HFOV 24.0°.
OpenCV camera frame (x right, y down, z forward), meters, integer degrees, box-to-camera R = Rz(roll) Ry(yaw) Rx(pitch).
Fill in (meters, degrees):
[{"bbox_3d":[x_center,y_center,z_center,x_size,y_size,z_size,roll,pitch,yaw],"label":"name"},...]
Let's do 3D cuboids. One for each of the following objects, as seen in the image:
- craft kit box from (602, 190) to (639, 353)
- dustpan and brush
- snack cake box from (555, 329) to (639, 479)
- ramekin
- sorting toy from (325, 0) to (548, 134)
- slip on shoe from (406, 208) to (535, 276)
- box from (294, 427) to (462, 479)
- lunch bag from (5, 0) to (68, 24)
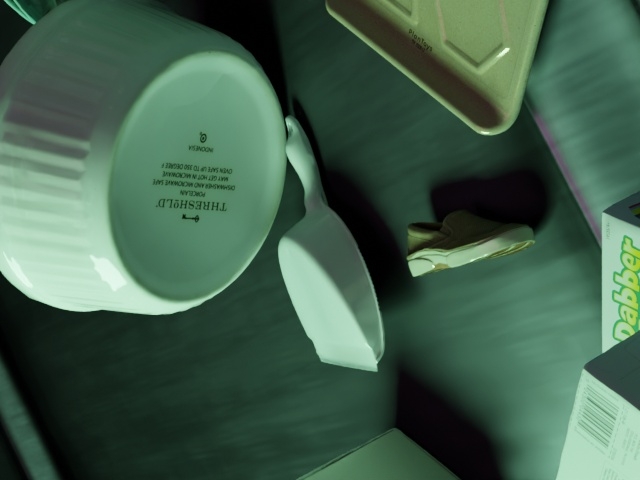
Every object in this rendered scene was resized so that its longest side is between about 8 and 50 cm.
[{"bbox_3d":[0.280,0.118,0.921,0.246,0.061,0.250,29,133,48],"label":"craft kit box"},{"bbox_3d":[0.000,0.000,1.264,0.211,0.060,0.147,63,162,-9],"label":"dustpan and brush"},{"bbox_3d":[0.221,0.194,0.927,0.152,0.089,0.264,39,140,34],"label":"snack cake box"},{"bbox_3d":[-0.142,-0.064,1.237,0.127,0.273,0.273,15,124,37],"label":"ramekin"},{"bbox_3d":[0.088,-0.203,1.009,0.193,0.038,0.208,43,137,32],"label":"sorting toy"},{"bbox_3d":[0.106,-0.003,1.106,0.135,0.051,0.041,-18,84,64],"label":"slip on shoe"},{"bbox_3d":[0.060,0.308,1.305,0.148,0.127,0.232,37,138,38],"label":"box"},{"bbox_3d":[-0.232,-0.330,1.237,0.262,0.160,0.223,112,144,-56],"label":"lunch bag"}]
